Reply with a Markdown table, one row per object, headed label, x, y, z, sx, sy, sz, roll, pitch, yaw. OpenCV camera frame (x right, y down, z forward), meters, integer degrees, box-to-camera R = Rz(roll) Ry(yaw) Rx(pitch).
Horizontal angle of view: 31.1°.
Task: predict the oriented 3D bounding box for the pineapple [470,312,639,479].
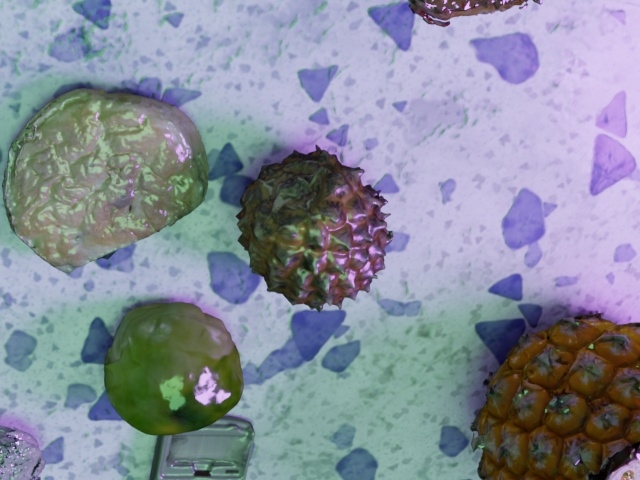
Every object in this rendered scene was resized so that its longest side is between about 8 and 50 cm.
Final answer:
| label | x | y | z | sx | sy | sz | roll | pitch | yaw |
| --- | --- | --- | --- | --- | --- | --- | --- | --- | --- |
| pineapple | 0.352 | 0.265 | 1.391 | 0.353 | 0.300 | 0.352 | -6 | 119 | -11 |

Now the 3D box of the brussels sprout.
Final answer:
| label | x | y | z | sx | sy | sz | roll | pitch | yaw |
| --- | --- | --- | --- | --- | --- | --- | --- | --- | --- |
| brussels sprout | -0.166 | 0.153 | 1.295 | 0.151 | 0.122 | 0.149 | -41 | 123 | 11 |

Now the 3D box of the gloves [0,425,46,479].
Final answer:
| label | x | y | z | sx | sy | sz | roll | pitch | yaw |
| --- | --- | --- | --- | --- | --- | --- | --- | --- | --- |
| gloves | -0.389 | 0.281 | 1.337 | 0.153 | 0.070 | 0.114 | -32 | 121 | 2 |

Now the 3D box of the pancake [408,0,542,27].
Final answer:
| label | x | y | z | sx | sy | sz | roll | pitch | yaw |
| --- | --- | --- | --- | --- | --- | --- | --- | --- | --- |
| pancake | 0.193 | -0.368 | 1.068 | 0.382 | 0.071 | 0.382 | -23 | 142 | -20 |

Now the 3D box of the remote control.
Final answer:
| label | x | y | z | sx | sy | sz | roll | pitch | yaw |
| --- | --- | --- | --- | --- | --- | --- | --- | --- | --- |
| remote control | -0.164 | 0.341 | 1.456 | 0.123 | 0.038 | 0.285 | 3 | 116 | -18 |

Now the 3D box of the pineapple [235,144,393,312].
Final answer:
| label | x | y | z | sx | sy | sz | roll | pitch | yaw |
| --- | --- | --- | --- | --- | --- | --- | --- | --- | --- |
| pineapple | 0.000 | 0.000 | 1.242 | 0.166 | 0.166 | 0.193 | -24 | 138 | -1 |

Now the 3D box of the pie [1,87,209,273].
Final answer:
| label | x | y | z | sx | sy | sz | roll | pitch | yaw |
| --- | --- | --- | --- | --- | --- | --- | --- | --- | --- |
| pie | -0.227 | -0.070 | 1.195 | 0.218 | 0.052 | 0.185 | -25 | 123 | 2 |
